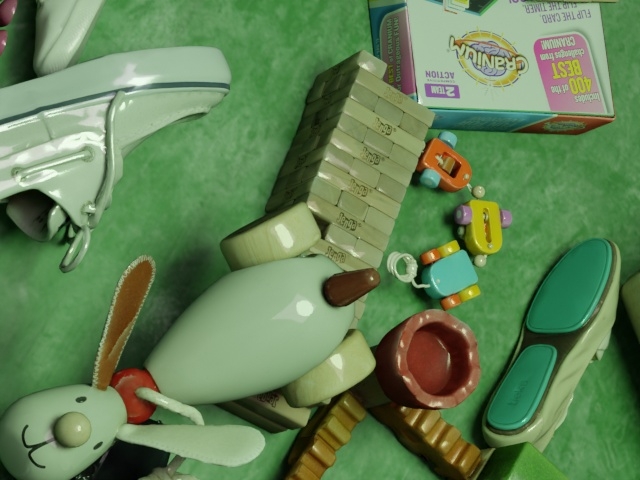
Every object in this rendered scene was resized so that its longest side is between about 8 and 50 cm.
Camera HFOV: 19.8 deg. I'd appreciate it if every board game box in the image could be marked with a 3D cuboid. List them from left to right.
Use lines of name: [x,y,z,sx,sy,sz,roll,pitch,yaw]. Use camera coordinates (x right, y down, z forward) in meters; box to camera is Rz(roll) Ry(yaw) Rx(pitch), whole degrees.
board game box: [0.159,-0.267,1.805,0.242,0.064,0.317,1,78,-30]

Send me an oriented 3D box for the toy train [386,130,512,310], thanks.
toy train: [0.112,-0.013,1.730,0.125,0.046,0.166,32,61,-19]

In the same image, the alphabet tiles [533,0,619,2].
alphabet tiles: [0.231,-0.350,1.816,0.198,0.009,0.237,-5,81,-38]

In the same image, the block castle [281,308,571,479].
block castle: [0.152,0.309,1.574,0.453,0.213,0.303,43,61,-15]

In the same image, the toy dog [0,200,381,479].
toy dog: [-0.074,0.091,1.417,0.220,0.161,0.334,45,59,-12]

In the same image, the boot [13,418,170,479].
boot: [-0.145,0.250,1.484,0.246,0.094,0.207,19,73,-19]

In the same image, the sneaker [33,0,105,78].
sneaker: [-0.225,-0.231,1.577,0.094,0.080,0.212,21,62,-11]

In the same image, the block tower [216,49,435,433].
block tower: [0.000,0.000,1.633,0.097,0.091,0.335,29,66,-22]

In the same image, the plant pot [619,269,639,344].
plant pot: [0.455,0.124,1.760,0.334,0.334,0.305,-21,78,-32]

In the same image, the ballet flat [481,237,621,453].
ballet flat: [0.229,0.110,1.755,0.086,0.086,0.248,41,63,-15]

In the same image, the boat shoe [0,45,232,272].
boat shoe: [-0.222,-0.049,1.490,0.367,0.136,0.156,-18,87,-29]

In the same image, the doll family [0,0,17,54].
doll family: [-0.324,-0.275,1.514,0.163,0.118,0.263,18,88,-28]
